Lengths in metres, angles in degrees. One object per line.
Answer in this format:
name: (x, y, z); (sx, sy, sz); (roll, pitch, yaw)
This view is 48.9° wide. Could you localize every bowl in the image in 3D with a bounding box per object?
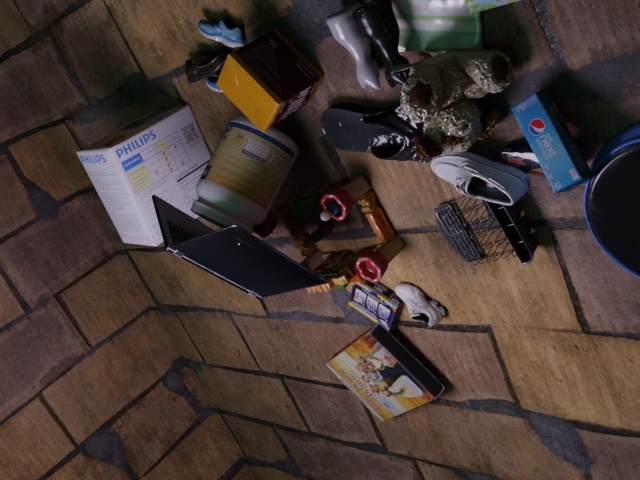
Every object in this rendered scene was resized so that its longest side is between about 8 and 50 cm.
bowl: (0.727, -0.062, 1.433); (0.391, 0.077, 0.391); (28, 139, 28)

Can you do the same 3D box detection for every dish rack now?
dish rack: (0.408, -0.026, 1.805); (0.272, 0.074, 0.208); (-18, 108, 52)

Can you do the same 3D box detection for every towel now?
towel: (0.228, -0.567, 1.536); (0.248, 0.038, 0.324); (15, 132, 37)

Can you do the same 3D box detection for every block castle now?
block castle: (0.000, 0.000, 2.141); (0.453, 0.213, 0.302); (-11, 114, 50)

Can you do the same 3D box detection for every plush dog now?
plush dog: (0.285, -0.299, 1.577); (0.210, 0.263, 0.225); (-131, 22, -60)

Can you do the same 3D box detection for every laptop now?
laptop: (-0.241, -0.005, 2.051); (0.382, 0.236, 0.407); (35, -162, -41)

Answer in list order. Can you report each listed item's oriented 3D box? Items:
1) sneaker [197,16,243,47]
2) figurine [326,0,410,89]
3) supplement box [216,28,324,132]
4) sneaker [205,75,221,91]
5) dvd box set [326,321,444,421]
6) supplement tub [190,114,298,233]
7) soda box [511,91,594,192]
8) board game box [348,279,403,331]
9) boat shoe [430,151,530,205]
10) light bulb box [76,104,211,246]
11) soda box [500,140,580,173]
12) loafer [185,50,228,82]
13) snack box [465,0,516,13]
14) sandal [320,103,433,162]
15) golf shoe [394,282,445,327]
sneaker: (-0.282, -0.613, 2.030); (0.162, 0.063, 0.073); (26, 121, 23)
figurine: (0.121, -0.455, 1.673); (0.215, 0.092, 0.209); (18, 138, 61)
supplement box: (-0.135, -0.434, 1.905); (0.191, 0.194, 0.129); (46, 144, 5)
sneaker: (-0.283, -0.485, 2.128); (0.152, 0.058, 0.084); (29, 145, 20)
dvd box set: (0.208, 0.465, 2.432); (0.307, 0.062, 0.420); (45, 149, 2)
supplement tub: (-0.227, -0.184, 2.077); (0.228, 0.316, 0.228); (26, 174, 3)
soda box: (0.489, -0.208, 1.486); (0.067, 0.071, 0.210); (-34, 73, 41)
board game box: (0.179, 0.198, 2.272); (0.170, 0.048, 0.141); (34, 143, 20)
boat shoe: (0.358, -0.146, 1.655); (0.258, 0.084, 0.095); (18, 143, 41)
light bulb box: (-0.565, -0.226, 2.409); (0.225, 0.358, 0.360); (4, 124, 43)
soda box: (0.496, -0.186, 1.583); (0.169, 0.053, 0.060); (8, 127, 43)
loafer: (-0.355, -0.537, 2.140); (0.220, 0.080, 0.078); (-5, 119, 49)
snack box: (0.356, -0.525, 1.414); (0.141, 0.037, 0.100); (-6, 121, 35)
sandal: (0.168, -0.266, 1.809); (0.446, 0.107, 0.167); (7, 128, 41)
golf shoe: (0.286, 0.195, 2.124); (0.176, 0.086, 0.069); (32, 143, 25)
